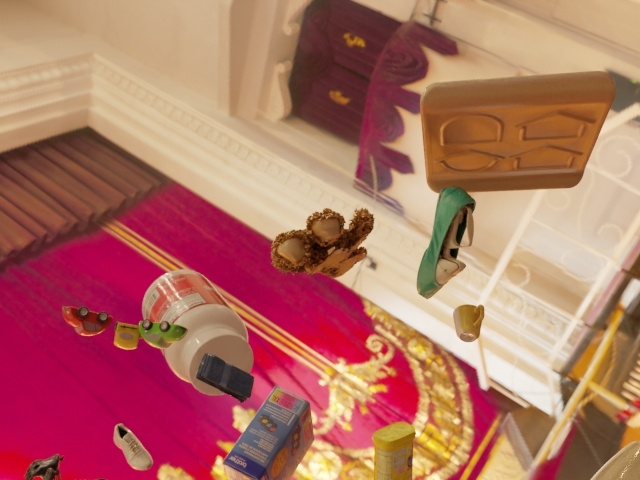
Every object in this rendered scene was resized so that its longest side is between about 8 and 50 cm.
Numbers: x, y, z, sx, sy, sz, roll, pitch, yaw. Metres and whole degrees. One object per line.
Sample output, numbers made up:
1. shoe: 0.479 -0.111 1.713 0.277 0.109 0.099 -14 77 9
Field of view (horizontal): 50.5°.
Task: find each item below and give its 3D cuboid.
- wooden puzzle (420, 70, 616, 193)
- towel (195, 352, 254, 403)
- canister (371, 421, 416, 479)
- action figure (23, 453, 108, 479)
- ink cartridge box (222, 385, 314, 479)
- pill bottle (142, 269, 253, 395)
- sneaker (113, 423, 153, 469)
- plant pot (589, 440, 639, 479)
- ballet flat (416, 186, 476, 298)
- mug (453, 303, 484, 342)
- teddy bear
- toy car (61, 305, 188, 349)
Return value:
1. wooden puzzle: 0.358 -0.208 1.296 0.348 0.322 0.080 67 -157 -63
2. towel: -0.195 0.282 1.398 0.029 0.119 0.067 -49 18 37
3. canister: 0.201 0.603 1.868 0.126 0.073 0.170 -9 -75 -38
4. action figure: -0.490 0.555 1.399 0.141 0.164 0.276 -48 -57 -8
5. ink cartridge box: -0.185 0.745 2.327 0.395 0.151 0.270 -50 -31 -36
6. pill bottle: -0.339 0.251 1.879 0.229 0.407 0.229 -10 -67 -25
7. sneaker: -0.498 0.543 1.783 0.053 0.152 0.061 -34 -35 -36
8. plant pot: 0.680 0.575 1.457 0.274 0.256 0.256 -45 -24 -36
9. ballet flat: 0.260 0.016 1.378 0.083 0.087 0.247 -2 -70 -43
10. mug: 0.304 0.170 1.397 0.064 0.062 0.078 -76 -16 -47
11. teddy bear: 0.000 0.000 1.543 0.245 0.113 0.338 -43 -20 22
12. toy car: -0.380 0.189 1.388 0.239 0.225 0.053 45 -130 -63
